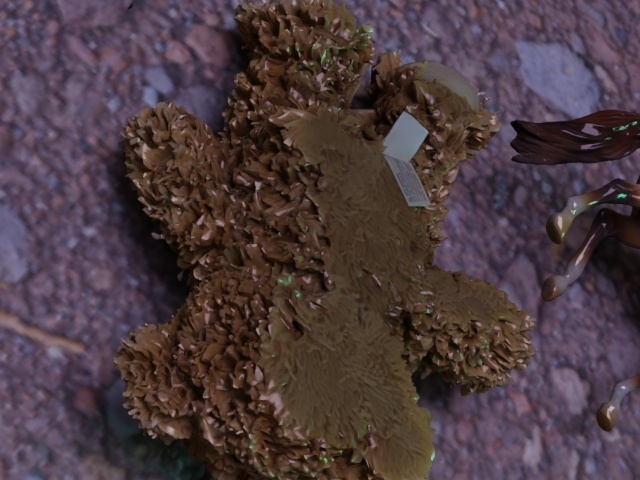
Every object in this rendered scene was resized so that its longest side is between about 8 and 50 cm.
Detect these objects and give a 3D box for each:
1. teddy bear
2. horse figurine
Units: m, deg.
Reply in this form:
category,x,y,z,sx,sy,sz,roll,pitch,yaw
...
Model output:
category,x,y,z,sx,sy,sz,roll,pitch,yaw
teddy bear,0.000,0.000,0.784,0.245,0.113,0.338,15,52,-28
horse figurine,0.215,0.025,0.862,0.174,0.066,0.263,-31,99,-30
